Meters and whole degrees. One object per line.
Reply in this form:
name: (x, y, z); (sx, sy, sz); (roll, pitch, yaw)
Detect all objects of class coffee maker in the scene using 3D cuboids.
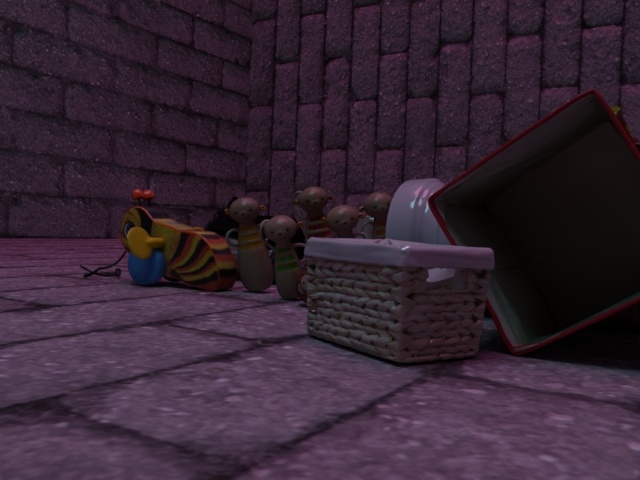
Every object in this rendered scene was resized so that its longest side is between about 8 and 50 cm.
coffee maker: (-0.126, -0.007, 1.228); (0.178, 0.171, 0.120); (5, -14, 26)

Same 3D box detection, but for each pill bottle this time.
pill bottle: (0.290, 0.002, 0.877); (0.362, 0.210, 0.210); (3, 2, 33)

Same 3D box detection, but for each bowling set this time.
bowling set: (0.000, 0.000, 0.950); (0.286, 0.154, 0.200); (-10, 10, -5)

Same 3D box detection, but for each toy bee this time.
toy bee: (-0.281, -0.005, 1.068); (0.298, 0.162, 0.195); (3, 3, 5)

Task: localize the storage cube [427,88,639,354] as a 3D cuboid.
storage cube: (0.264, -0.013, 0.655); (0.215, 0.184, 0.193); (-35, -18, 27)

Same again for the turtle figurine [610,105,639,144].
turtle figurine: (0.464, -0.090, 0.901); (0.269, 0.217, 0.087); (-43, 5, 47)

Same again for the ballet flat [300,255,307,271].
ballet flat: (-0.059, 0.036, 1.405); (0.076, 0.079, 0.221); (2, 1, -8)

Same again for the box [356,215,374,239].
box: (0.185, 0.003, 1.825); (0.121, 0.148, 0.311); (2, 0, 12)

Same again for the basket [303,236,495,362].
basket: (0.069, 0.052, 0.614); (0.113, 0.103, 0.167); (2, 2, -32)
